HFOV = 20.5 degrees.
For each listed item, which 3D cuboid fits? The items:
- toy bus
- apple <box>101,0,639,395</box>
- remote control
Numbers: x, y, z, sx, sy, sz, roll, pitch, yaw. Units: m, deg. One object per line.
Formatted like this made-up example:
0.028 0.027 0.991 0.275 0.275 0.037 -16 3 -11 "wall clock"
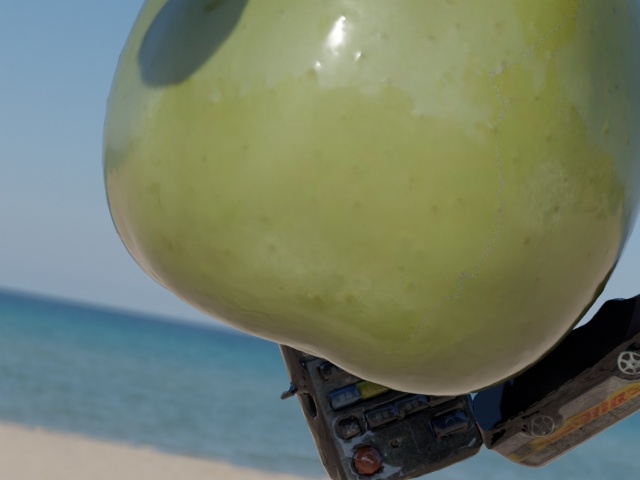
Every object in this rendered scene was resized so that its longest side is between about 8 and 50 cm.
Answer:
0.190 0.095 1.215 0.172 0.057 0.072 -35 -48 23 "toy bus"
0.043 -0.075 1.101 0.357 0.357 0.357 10 -3 1 "apple"
0.000 0.000 1.389 0.144 0.399 0.062 -18 -4 -14 "remote control"
